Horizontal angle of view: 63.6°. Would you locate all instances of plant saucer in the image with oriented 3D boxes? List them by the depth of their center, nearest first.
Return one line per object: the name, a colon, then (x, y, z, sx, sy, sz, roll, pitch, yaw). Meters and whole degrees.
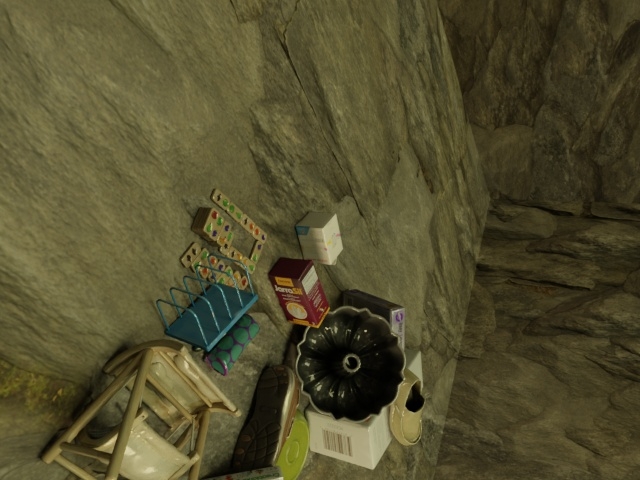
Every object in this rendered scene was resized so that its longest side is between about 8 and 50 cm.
plant saucer: (-0.093, 0.611, 1.499, 0.241, 0.037, 0.240, -14, 106, -60)

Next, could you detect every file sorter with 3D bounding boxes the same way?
file sorter: (-0.236, 0.121, 1.072, 0.170, 0.118, 0.104, -48, 139, -41)

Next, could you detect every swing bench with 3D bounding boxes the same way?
swing bench: (-0.309, 0.353, 0.962, 0.253, 0.165, 0.254, 66, 35, -40)

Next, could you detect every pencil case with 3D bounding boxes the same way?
pencil case: (-0.205, 0.244, 1.218, 0.151, 0.065, 0.070, -52, 175, -45)

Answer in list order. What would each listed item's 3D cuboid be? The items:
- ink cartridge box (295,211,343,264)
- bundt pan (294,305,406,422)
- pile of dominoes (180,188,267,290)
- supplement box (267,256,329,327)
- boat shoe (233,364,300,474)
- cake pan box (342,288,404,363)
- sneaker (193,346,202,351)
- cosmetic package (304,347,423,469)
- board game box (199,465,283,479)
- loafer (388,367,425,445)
ink cartridge box: (0.000, 0.000, 1.513, 0.090, 0.092, 0.143, -50, 137, -46)
bundt pan: (0.078, 0.363, 1.526, 0.124, 0.331, 0.330, 127, -22, -72)
pile of dominoes: (-0.206, 0.016, 1.206, 0.251, 0.040, 0.195, 46, 55, -52)
supplement box: (-0.057, 0.143, 1.422, 0.080, 0.104, 0.188, -56, 139, -40)
boat shoe: (-0.124, 0.494, 1.347, 0.116, 0.123, 0.324, 53, 52, -53)
cake pan box: (0.166, 0.306, 1.701, 0.070, 0.267, 0.245, -7, 101, -33)
sneaker: (-0.256, 0.221, 1.168, 0.083, 0.031, 0.035, -30, 79, -39)
cosmetic package: (0.163, 0.531, 1.742, 0.453, 0.230, 0.161, -34, 122, -55)
board game box: (-0.182, 0.700, 1.227, 0.193, 0.053, 0.304, -5, 101, -15)
loafer: (0.271, 0.519, 1.587, 0.102, 0.092, 0.268, -22, 108, -34)
